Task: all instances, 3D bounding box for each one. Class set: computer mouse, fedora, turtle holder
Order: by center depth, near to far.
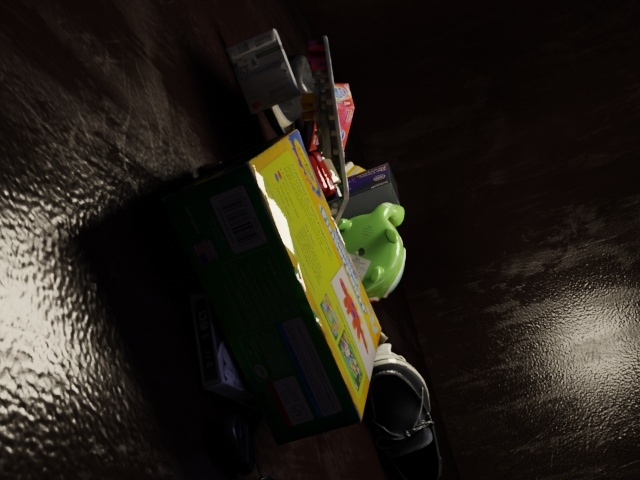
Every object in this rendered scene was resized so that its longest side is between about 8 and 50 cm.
[{"bbox_3d":[-0.114,0.351,1.129,0.071,0.041,0.242,-98,170,-49],"label":"computer mouse"},{"bbox_3d":[0.144,0.038,2.217,0.227,0.243,0.320,50,33,-58],"label":"turtle holder"},{"bbox_3d":[-0.091,-0.475,2.235,0.334,0.152,0.334,-19,90,-78],"label":"fedora"}]

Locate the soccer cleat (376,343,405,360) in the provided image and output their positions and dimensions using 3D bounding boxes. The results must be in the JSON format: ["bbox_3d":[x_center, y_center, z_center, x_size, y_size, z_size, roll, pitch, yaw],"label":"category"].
[{"bbox_3d":[0.204,0.413,2.161,0.331,0.143,0.116,56,20,-49],"label":"soccer cleat"}]

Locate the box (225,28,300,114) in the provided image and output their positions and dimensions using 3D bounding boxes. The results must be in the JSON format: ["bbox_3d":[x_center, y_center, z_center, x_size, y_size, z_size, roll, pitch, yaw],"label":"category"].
[{"bbox_3d":[-0.153,-0.452,1.939,0.038,0.145,0.186,-48,117,-76],"label":"box"}]

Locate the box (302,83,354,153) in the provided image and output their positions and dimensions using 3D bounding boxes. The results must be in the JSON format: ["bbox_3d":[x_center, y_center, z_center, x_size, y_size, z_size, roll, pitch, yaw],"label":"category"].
[{"bbox_3d":[0.022,-0.394,2.423,0.257,0.128,0.123,105,-22,-54],"label":"box"}]

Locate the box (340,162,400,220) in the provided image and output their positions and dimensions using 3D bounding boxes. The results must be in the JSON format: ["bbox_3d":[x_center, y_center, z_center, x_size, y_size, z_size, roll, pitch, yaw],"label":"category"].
[{"bbox_3d":[0.123,-0.142,2.396,0.184,0.261,0.103,-88,156,-61],"label":"box"}]

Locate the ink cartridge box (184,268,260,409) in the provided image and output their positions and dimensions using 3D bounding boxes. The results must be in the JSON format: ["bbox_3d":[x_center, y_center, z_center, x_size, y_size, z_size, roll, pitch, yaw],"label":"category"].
[{"bbox_3d":[-0.151,0.166,1.218,0.206,0.045,0.208,47,25,-61],"label":"ink cartridge box"}]

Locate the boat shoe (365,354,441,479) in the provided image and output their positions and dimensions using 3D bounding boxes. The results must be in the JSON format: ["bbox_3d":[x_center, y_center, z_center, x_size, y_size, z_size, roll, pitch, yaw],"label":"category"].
[{"bbox_3d":[0.241,0.529,2.067,0.156,0.186,0.500,-101,172,-59],"label":"boat shoe"}]

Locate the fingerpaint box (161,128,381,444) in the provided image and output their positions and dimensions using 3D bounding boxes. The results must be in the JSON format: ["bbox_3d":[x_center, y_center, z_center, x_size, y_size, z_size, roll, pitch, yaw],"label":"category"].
[{"bbox_3d":[-0.060,0.060,1.271,0.371,0.163,0.445,-60,129,-71],"label":"fingerpaint box"}]

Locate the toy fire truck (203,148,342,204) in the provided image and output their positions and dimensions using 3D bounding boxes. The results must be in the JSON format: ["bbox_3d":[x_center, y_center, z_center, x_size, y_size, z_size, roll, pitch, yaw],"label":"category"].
[{"bbox_3d":[-0.106,-0.114,1.513,0.246,0.217,0.159,-15,80,-62],"label":"toy fire truck"}]

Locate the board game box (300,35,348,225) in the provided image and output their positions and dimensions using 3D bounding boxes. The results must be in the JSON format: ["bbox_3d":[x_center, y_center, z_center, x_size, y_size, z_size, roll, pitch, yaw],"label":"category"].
[{"bbox_3d":[0.002,-0.246,1.806,0.390,0.050,0.390,110,-27,-78],"label":"board game box"}]

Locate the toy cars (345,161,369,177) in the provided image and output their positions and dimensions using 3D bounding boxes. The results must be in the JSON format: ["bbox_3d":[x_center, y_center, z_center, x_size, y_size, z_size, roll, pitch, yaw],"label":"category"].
[{"bbox_3d":[0.111,-0.188,2.632,0.087,0.176,0.394,57,17,-30],"label":"toy cars"}]

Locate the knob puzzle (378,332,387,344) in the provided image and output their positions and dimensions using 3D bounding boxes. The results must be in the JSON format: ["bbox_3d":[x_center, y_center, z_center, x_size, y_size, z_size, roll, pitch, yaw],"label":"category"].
[{"bbox_3d":[0.120,0.231,2.126,0.213,0.030,0.213,42,-13,12],"label":"knob puzzle"}]
